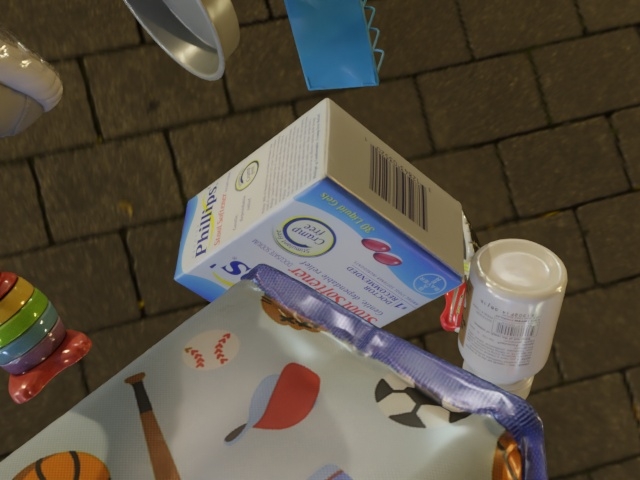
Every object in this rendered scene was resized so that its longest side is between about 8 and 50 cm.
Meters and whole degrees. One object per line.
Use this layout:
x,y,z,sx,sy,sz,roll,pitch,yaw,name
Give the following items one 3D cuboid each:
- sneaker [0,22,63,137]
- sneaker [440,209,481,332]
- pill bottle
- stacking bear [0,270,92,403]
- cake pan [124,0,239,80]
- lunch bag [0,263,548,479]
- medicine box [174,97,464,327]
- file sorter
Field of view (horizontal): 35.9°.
-0.207,-0.070,0.436,0.105,0.281,0.115,40,96,1,sneaker
0.265,0.053,1.982,0.118,0.107,0.279,-13,58,17,sneaker
0.262,0.123,1.391,0.131,0.229,0.131,2,38,-1,pill bottle
-0.589,0.129,1.830,0.175,0.164,0.289,-40,112,-14,stacking bear
-0.221,-0.366,1.434,0.054,0.293,0.293,-41,92,-17,cake pan
-0.035,0.272,0.511,0.328,0.239,0.385,-35,132,-28,lunch bag
0.000,0.000,1.316,0.263,0.289,0.149,34,40,-30,medicine box
0.028,-0.341,1.563,0.118,0.170,0.104,-2,42,17,file sorter
